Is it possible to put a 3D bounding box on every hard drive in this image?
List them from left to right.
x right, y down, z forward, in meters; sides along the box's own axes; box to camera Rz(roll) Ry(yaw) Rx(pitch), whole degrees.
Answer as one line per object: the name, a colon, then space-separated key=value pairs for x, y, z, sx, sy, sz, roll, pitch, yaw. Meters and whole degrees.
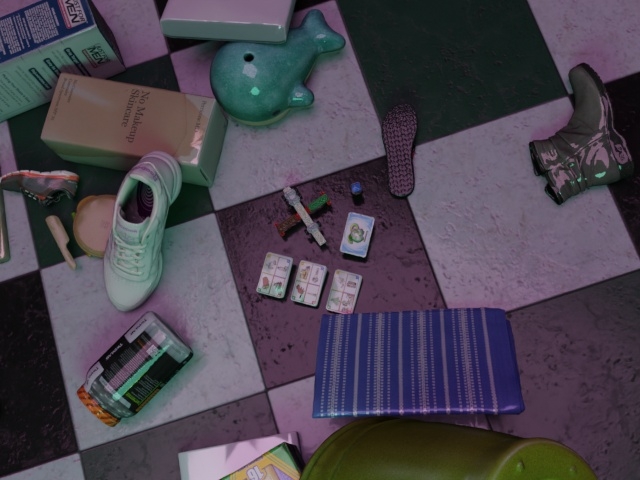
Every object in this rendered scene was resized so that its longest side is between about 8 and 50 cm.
hard drive: x=-0.153 y=-0.517 z=1.613 sx=0.233 sy=0.047 sz=0.353 roll=5 pitch=52 yaw=7
hard drive: x=-0.115 y=0.501 z=1.401 sx=0.210 sy=0.040 sz=0.319 roll=-11 pitch=74 yaw=2

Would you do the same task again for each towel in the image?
towel: x=0.160 y=0.205 z=1.389 sx=0.336 sy=0.040 sz=0.243 roll=-3 pitch=36 yaw=6

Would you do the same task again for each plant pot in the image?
plant pot: x=0.200 y=0.412 z=1.155 sx=0.366 sy=0.353 sz=0.367 roll=12 pitch=68 yaw=-30

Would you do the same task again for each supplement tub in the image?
supplement tub: x=-0.327 y=0.227 z=1.458 sx=0.117 sy=0.117 sz=0.190 roll=43 pitch=82 yaw=15

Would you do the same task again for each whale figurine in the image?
whale figurine: x=-0.085 y=-0.344 z=1.576 sx=0.272 sy=0.141 sz=0.216 roll=-36 pitch=74 yaw=-5

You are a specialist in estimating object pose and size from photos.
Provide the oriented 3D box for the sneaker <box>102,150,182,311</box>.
sneaker: x=-0.337 y=-0.007 z=1.467 sx=0.114 sy=0.152 sz=0.305 roll=17 pitch=109 yaw=3

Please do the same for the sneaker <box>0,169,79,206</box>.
sneaker: x=-0.545 y=-0.099 z=1.601 sx=0.157 sy=0.061 sz=0.065 roll=-2 pitch=81 yaw=6

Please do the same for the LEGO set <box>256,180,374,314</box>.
LEGO set: x=0.000 y=0.000 z=1.535 sx=0.182 sy=0.060 sz=0.244 roll=13 pitch=84 yaw=4

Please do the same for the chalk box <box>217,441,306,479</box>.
chalk box: x=-0.055 y=0.448 z=1.319 sx=0.132 sy=0.132 sz=0.213 roll=-28 pitch=73 yaw=-3

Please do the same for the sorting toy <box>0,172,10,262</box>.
sorting toy: x=-0.750 y=-0.063 z=1.594 sx=0.255 sy=0.089 sz=0.257 roll=-13 pitch=74 yaw=2

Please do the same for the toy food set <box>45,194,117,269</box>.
toy food set: x=-0.409 y=-0.030 z=1.583 sx=0.192 sy=0.038 sz=0.132 roll=-26 pitch=81 yaw=-7

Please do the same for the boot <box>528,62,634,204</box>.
boot: x=0.454 y=-0.198 z=1.517 sx=0.161 sy=0.083 sz=0.247 roll=-17 pitch=72 yaw=7

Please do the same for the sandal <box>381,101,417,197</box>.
sandal: x=0.150 y=-0.169 z=1.563 sx=0.067 sy=0.040 sz=0.179 roll=0 pitch=89 yaw=11

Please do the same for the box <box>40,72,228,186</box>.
box: x=-0.347 y=-0.209 z=1.576 sx=0.311 sy=0.121 sz=0.148 roll=9 pitch=76 yaw=8

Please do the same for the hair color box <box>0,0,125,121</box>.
hair color box: x=-0.577 y=-0.345 z=1.610 sx=0.347 sy=0.174 sz=0.105 roll=-22 pitch=72 yaw=-1
